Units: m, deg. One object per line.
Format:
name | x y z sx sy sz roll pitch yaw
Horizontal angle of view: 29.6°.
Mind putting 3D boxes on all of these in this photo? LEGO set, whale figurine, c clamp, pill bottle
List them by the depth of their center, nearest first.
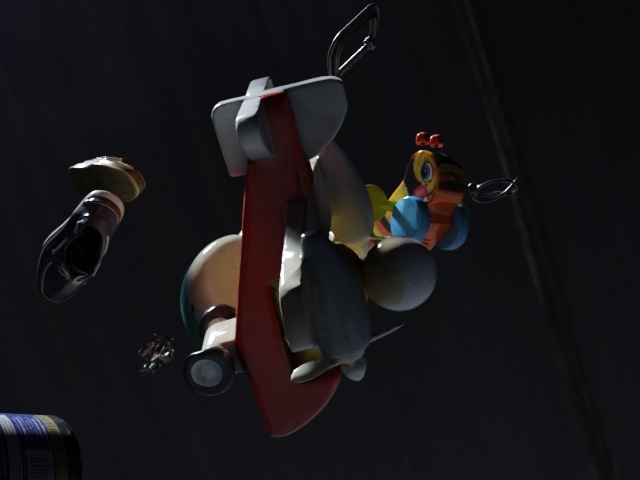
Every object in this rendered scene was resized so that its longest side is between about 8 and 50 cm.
pill bottle | -0.315 0.198 0.982 0.219 0.123 0.122 10 -10 -36
LEGO set | -0.178 0.127 1.345 0.054 0.023 0.083 -45 18 10
whale figurine | -0.070 0.083 1.683 0.272 0.216 0.141 -9 -24 -37
c clamp | 0.047 -0.300 1.937 0.022 0.137 0.161 29 63 24

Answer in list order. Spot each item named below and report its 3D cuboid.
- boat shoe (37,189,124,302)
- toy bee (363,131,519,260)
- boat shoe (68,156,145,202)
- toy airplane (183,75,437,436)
boat shoe | -0.318 0.021 1.553 0.206 0.075 0.065 -50 17 37
toy bee | 0.162 -0.064 1.761 0.298 0.162 0.195 -28 -31 27
boat shoe | -0.300 -0.097 1.754 0.060 0.064 0.178 -36 25 -29
toy airplane | 0.000 0.000 1.370 0.272 0.386 0.384 8 -24 1
